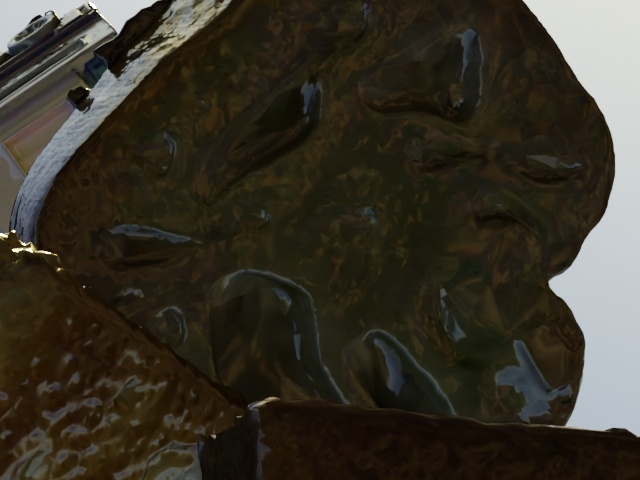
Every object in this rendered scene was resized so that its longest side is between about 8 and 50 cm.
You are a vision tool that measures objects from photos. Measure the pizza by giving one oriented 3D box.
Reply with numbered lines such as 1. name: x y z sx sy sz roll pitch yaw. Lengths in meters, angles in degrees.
1. pizza: -0.132 0.149 0.680 0.087 0.258 0.268 18 163 34

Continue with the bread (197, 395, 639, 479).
1. bread: 0.160 0.160 0.632 0.416 0.113 0.165 8 -112 -18

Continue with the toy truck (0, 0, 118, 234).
1. toy truck: -0.242 -0.052 1.238 0.124 0.268 0.155 56 174 -21

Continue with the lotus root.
1. lotus root: 0.000 0.000 1.025 0.375 0.390 0.111 -1 -178 -22
